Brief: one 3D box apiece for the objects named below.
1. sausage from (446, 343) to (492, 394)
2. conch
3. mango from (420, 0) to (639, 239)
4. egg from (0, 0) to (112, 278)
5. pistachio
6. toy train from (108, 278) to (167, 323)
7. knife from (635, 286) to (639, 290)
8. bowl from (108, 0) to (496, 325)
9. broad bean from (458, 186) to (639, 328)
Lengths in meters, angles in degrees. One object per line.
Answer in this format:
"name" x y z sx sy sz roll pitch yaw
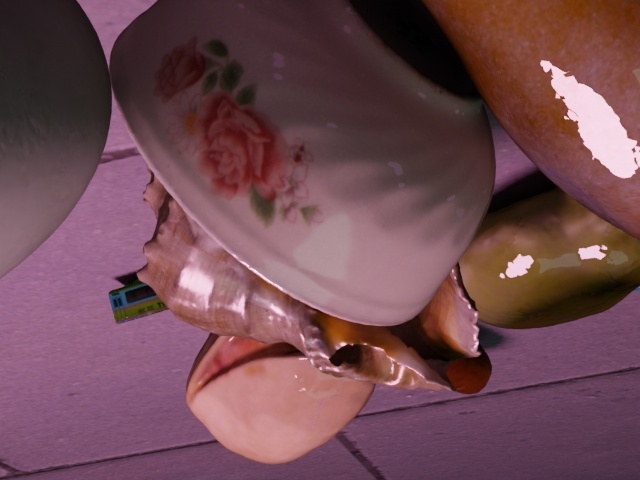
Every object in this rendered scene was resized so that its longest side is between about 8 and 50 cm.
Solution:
"sausage" 0.103 0.140 1.725 0.302 0.076 0.103 13 150 -41
"conch" 0.001 -0.009 1.180 0.324 0.186 0.263 24 142 -8
"mango" 0.171 -0.139 0.829 0.384 0.199 0.221 37 175 -10
"egg" -0.315 -0.071 0.810 0.389 0.276 0.276 -5 158 -1
"pistachio" -0.044 0.135 1.524 0.187 0.187 0.299 2 151 -22
"toy train" -0.120 0.038 1.453 0.209 0.042 0.044 -17 179 21
"knife" 0.407 0.043 1.637 0.222 0.031 0.064 -12 161 12
"bowl" 0.012 -0.092 0.915 0.277 0.277 0.145 15 129 -43
"broad bean" 0.247 0.010 1.397 0.238 0.119 0.291 -7 163 -24
